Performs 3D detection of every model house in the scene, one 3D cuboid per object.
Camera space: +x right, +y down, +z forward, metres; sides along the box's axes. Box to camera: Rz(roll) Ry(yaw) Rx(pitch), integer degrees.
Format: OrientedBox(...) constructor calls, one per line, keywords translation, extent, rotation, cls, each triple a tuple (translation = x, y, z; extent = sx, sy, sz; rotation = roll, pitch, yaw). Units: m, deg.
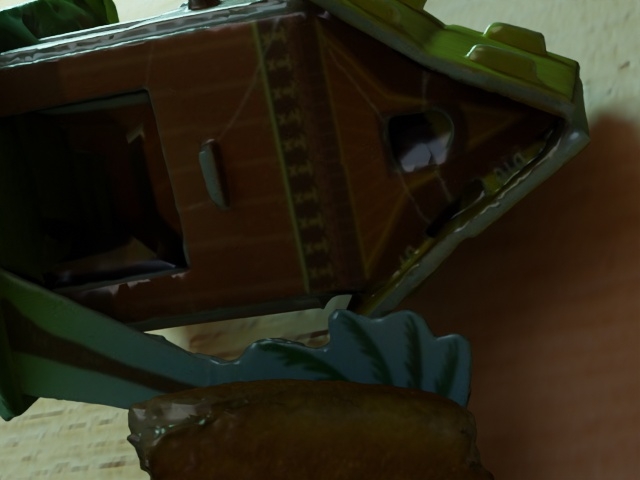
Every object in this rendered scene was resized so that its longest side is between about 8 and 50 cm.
OrientedBox(translation=(0.000, 0.000, 0.838), extent=(0.324, 0.340, 0.300), rotation=(-9, 12, 13), cls="model house")

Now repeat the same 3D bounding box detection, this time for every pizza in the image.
OrientedBox(translation=(0.010, 0.206, 0.669), extent=(0.071, 0.189, 0.297), rotation=(131, 130, -75), cls="pizza")
